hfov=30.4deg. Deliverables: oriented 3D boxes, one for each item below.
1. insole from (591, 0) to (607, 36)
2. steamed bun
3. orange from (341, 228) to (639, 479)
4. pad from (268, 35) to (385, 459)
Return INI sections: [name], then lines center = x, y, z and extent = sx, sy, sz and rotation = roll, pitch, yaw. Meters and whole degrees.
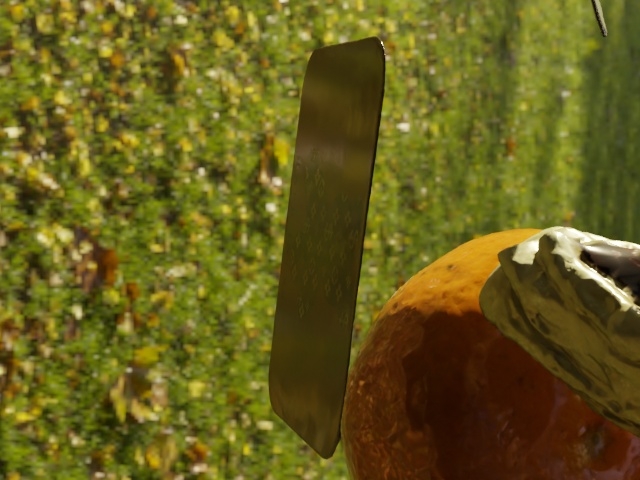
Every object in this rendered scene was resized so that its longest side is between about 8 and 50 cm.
[insole]
center = 0.247, -0.330, 1.159
extent = 0.119, 0.009, 0.348
rotation = 59, 22, -44
[steamed bun]
center = 0.345, 0.049, 0.902
extent = 0.247, 0.428, 0.189
rotation = -35, 140, -25
[orange]
center = 0.223, 0.197, 1.287
extent = 0.326, 0.424, 0.424
rotation = 163, -71, -73
[pad]
center = 0.000, 0.000, 0.791
extent = 0.181, 0.004, 0.267
rotation = -161, -103, -73
